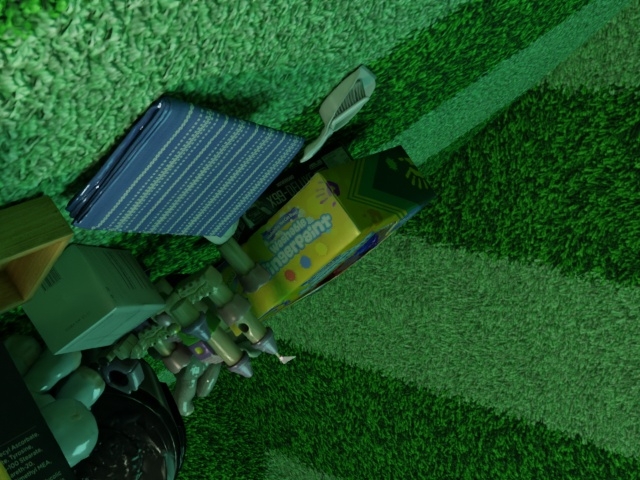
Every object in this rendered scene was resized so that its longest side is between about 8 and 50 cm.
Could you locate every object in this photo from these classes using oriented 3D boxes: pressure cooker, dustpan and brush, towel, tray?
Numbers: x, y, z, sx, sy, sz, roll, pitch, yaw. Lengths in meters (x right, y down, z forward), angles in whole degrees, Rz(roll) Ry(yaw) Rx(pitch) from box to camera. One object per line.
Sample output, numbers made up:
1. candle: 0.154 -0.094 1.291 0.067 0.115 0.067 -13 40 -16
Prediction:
1. pressure cooker: -0.516 0.415 1.774 0.370 0.375 0.420 -34 -161 -10
2. dustpan and brush: 0.029 -0.234 1.507 0.211 0.060 0.147 -38 172 13
3. towel: -0.191 -0.099 1.189 0.243 0.040 0.336 -45 157 21
4. tray: -0.524 0.078 0.966 0.411 0.076 0.203 -26 168 -46

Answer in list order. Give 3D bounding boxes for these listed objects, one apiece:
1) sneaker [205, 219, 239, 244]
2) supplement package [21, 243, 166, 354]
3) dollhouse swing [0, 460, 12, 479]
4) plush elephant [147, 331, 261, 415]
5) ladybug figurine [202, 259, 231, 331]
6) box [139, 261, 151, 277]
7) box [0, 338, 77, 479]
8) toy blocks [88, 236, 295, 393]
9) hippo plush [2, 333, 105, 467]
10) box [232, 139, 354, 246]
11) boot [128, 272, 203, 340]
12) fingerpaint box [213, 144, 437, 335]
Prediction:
1. sneaker: -0.159 -0.085 1.429 0.169 0.108 0.292 -33 171 5
2. supplement package: -0.400 0.103 1.404 0.139 0.133 0.244 -37 172 4
3. dollhouse swing: -0.482 0.254 0.812 0.347 0.305 0.315 -29 170 -34
4. plush elephant: -0.347 0.327 2.444 0.256 0.271 0.330 -15 151 -39
5. ladybug figurine: -0.215 0.136 2.289 0.305 0.161 0.449 -37 172 15
6. box: -0.435 0.115 1.689 0.136 0.036 0.225 -32 173 -26
7. box: -0.584 0.442 1.165 0.480 0.471 0.297 -29 180 42
8. toy blocks: -0.241 0.208 1.630 0.289 0.260 0.309 -28 -160 30
9. hippo plush: -0.512 0.296 1.388 0.294 0.234 0.237 -2 -174 -26
10. box: -0.081 -0.088 1.855 0.307 0.076 0.242 -32 172 -22
11. boot: -0.406 0.182 1.986 0.247 0.094 0.207 -26 166 -17
12. fingerpaint box: 0.000 0.000 1.822 0.445 0.163 0.371 -41 170 34
